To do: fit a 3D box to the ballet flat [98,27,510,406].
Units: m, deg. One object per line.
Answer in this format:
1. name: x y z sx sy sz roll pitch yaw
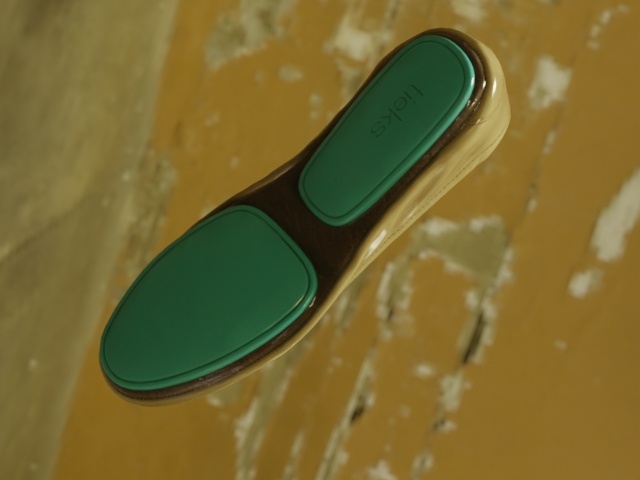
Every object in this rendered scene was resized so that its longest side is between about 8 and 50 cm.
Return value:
1. ballet flat: 0.000 0.000 0.806 0.232 0.080 0.073 -41 155 9
